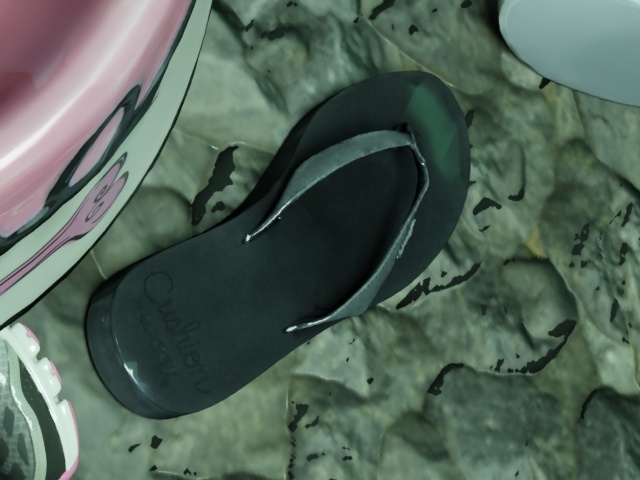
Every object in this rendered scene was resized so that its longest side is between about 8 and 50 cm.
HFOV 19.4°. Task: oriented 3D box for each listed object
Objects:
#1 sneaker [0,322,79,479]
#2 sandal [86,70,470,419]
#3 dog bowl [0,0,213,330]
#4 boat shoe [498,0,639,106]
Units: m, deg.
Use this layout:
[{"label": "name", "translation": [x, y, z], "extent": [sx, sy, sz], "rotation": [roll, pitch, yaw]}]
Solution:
[{"label": "sneaker", "translation": [-0.166, 0.041, 0.714], "extent": [0.170, 0.063, 0.075], "rotation": [51, 51, -9]}, {"label": "sandal", "translation": [0.000, 0.001, 0.879], "extent": [0.254, 0.054, 0.097], "rotation": [-42, 104, -39]}, {"label": "dog bowl", "translation": [-0.211, -0.143, 0.605], "extent": [0.408, 0.150, 0.408], "rotation": [2, 83, -17]}, {"label": "boat shoe", "translation": [0.190, -0.128, 1.060], "extent": [0.258, 0.095, 0.084], "rotation": [18, 61, -45]}]
